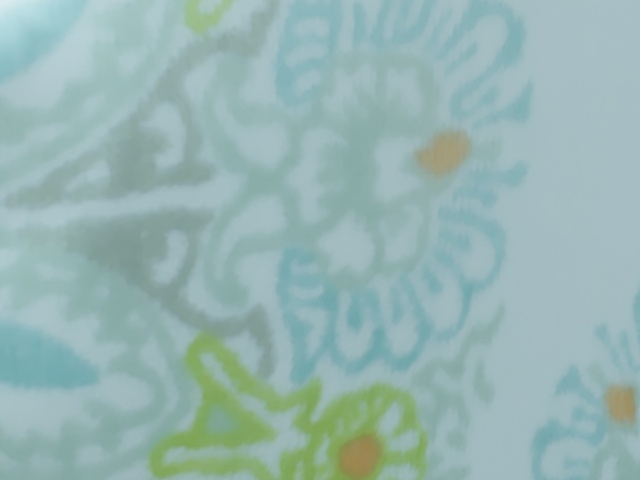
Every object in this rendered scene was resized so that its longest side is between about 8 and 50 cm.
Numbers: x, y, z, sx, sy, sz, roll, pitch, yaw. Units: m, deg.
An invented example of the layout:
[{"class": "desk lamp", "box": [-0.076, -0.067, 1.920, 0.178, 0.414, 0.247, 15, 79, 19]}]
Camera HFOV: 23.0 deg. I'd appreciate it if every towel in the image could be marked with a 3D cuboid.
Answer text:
[{"class": "towel", "box": [0.000, 0.000, 0.425, 0.374, 0.321, 0.090, -12, 21, -39]}]
